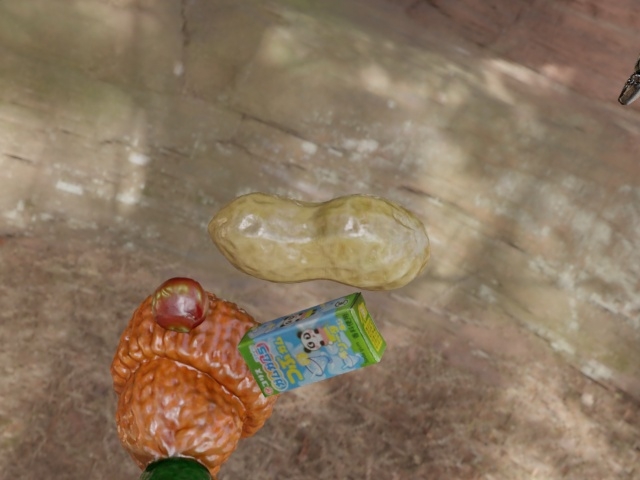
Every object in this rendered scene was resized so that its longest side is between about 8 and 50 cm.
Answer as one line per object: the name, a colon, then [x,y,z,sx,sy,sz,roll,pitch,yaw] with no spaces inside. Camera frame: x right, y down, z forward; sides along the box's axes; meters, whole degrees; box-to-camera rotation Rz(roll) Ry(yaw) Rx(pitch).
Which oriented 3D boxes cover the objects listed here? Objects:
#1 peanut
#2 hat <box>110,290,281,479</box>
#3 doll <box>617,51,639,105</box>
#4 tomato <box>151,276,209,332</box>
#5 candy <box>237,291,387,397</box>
peanut: [0.000,-0.001,0.853,0.193,0.089,0.089,1,30,-5]
hat: [-0.235,0.296,1.608,0.285,0.285,0.400,23,53,-2]
doll: [0.429,-0.226,1.177,0.219,0.091,0.067,-36,74,-26]
tomato: [-0.208,0.098,1.478,0.087,0.087,0.075,14,49,-19]
candy: [-0.013,0.153,1.459,0.097,0.194,0.062,63,23,-16]
